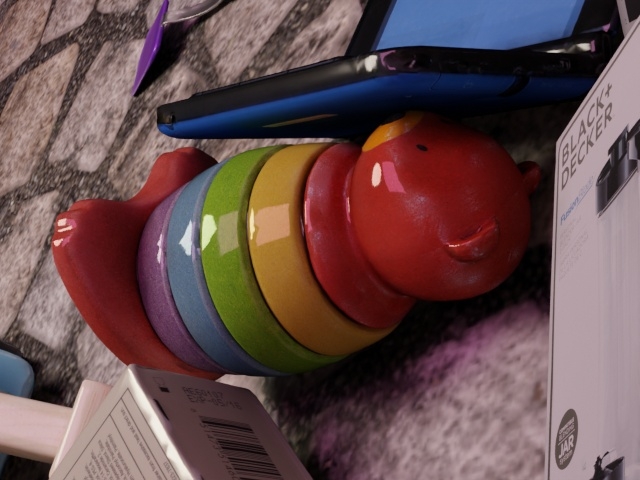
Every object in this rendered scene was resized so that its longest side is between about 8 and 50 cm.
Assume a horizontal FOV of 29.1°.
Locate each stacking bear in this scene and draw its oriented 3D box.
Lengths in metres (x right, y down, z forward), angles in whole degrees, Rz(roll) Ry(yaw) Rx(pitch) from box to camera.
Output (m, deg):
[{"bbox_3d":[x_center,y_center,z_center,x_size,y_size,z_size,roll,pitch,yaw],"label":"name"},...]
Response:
[{"bbox_3d":[0.000,0.000,0.798,0.289,0.164,0.175,-15,14,37],"label":"stacking bear"}]

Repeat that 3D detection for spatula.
[{"bbox_3d":[-0.119,-0.248,1.273,0.296,0.030,0.084,-30,43,41],"label":"spatula"}]

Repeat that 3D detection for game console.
[{"bbox_3d":[0.055,-0.166,0.840,0.293,0.250,0.173,-4,89,54],"label":"game console"}]

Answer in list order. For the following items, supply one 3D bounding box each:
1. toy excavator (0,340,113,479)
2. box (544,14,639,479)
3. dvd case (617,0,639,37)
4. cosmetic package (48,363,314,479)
[{"bbox_3d":[-0.345,0.158,1.069,0.445,0.433,0.222,125,164,-72],"label":"toy excavator"},{"bbox_3d":[0.164,0.040,0.528,0.169,0.087,0.289,112,169,-61],"label":"box"},{"bbox_3d":[0.188,-0.208,0.625,0.239,0.030,0.179,176,82,-83],"label":"dvd case"},{"bbox_3d":[-0.132,0.250,0.791,0.309,0.113,0.160,-54,47,17],"label":"cosmetic package"}]
